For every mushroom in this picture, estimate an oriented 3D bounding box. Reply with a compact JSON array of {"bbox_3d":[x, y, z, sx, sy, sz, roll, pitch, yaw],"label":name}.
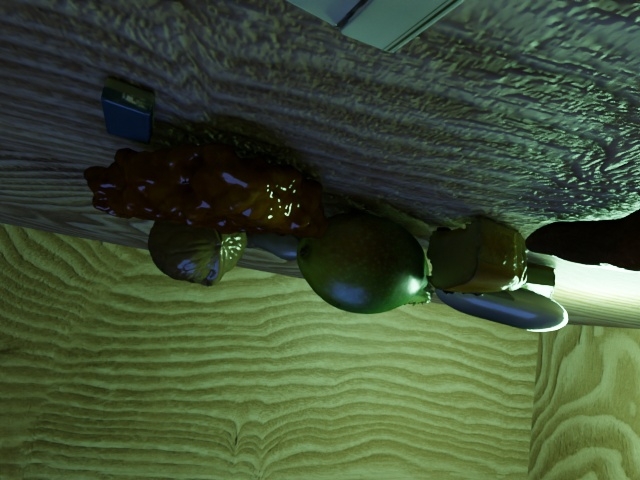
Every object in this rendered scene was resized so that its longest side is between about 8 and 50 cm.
[{"bbox_3d":[-0.125,0.005,1.205,0.224,0.093,0.116,1,-171,17],"label":"mushroom"}]

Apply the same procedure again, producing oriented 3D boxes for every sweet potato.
[{"bbox_3d":[0.431,0.004,0.657,0.097,0.098,0.292,12,171,-13],"label":"sweet potato"}]

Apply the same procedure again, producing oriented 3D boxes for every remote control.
[{"bbox_3d":[0.470,0.166,1.166,0.331,0.104,0.221,12,168,19],"label":"remote control"}]

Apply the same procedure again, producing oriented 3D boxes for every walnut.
[{"bbox_3d":[-0.282,0.002,1.024,0.227,0.228,0.228,9,170,2],"label":"walnut"}]

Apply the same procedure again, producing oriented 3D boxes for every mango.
[{"bbox_3d":[0.114,0.052,0.916,0.225,0.201,0.381,5,173,39],"label":"mango"}]

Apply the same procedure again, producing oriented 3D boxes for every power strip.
[{"bbox_3d":[-0.239,-0.159,0.551,0.056,0.032,0.123,14,170,-20],"label":"power strip"}]

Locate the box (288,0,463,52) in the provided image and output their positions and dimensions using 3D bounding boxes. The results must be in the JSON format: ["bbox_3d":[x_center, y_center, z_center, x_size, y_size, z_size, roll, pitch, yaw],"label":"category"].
[{"bbox_3d":[-0.005,-0.176,0.241,0.198,0.029,0.109,15,169,-26],"label":"box"}]

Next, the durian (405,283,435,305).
[{"bbox_3d":[0.142,0.075,1.208,0.394,0.163,0.198,29,126,-10],"label":"durian"}]

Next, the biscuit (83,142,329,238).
[{"bbox_3d":[-0.159,-0.070,0.715,0.311,0.111,0.318,2,176,25],"label":"biscuit"}]

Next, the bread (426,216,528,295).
[{"bbox_3d":[0.295,0.036,0.859,0.169,0.140,0.160,15,163,-32],"label":"bread"}]

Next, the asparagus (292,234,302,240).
[{"bbox_3d":[0.000,0.002,1.001,0.067,0.060,0.277,-12,147,39],"label":"asparagus"}]

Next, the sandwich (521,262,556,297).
[{"bbox_3d":[0.524,0.097,1.205,0.211,0.063,0.245,9,170,26],"label":"sandwich"}]
